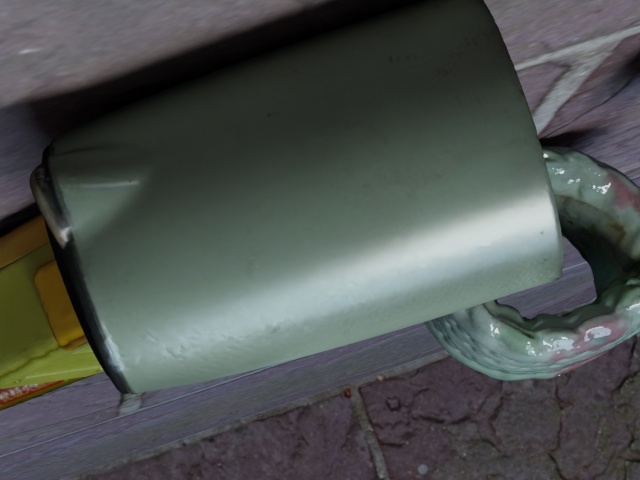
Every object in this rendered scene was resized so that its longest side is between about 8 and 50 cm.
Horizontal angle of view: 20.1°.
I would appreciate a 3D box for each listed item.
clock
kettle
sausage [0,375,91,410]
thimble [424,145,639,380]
[{"bbox_3d":[-0.125,0.017,1.160,0.202,0.096,0.143,-25,167,27],"label":"clock"},{"bbox_3d":[-0.009,-0.004,0.982,0.255,0.165,0.240,-20,147,-2],"label":"kettle"},{"bbox_3d":[-0.165,0.066,1.423,0.371,0.082,0.082,-21,171,7],"label":"sausage"},{"bbox_3d":[0.193,0.025,1.537,0.211,0.185,0.149,17,165,-2],"label":"thimble"}]
